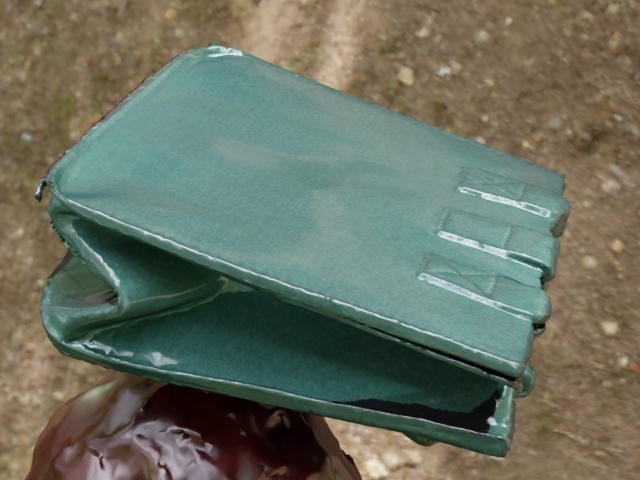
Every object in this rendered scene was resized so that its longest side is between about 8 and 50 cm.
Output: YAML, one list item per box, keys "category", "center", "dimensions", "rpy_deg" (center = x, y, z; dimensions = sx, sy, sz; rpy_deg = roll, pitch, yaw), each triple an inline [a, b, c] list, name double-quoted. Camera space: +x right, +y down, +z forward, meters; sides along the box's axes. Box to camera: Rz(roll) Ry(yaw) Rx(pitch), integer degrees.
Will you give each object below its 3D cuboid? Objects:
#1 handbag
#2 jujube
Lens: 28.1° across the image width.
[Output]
- category: "handbag"
  center: [-0.003, 0.003, 0.728]
  dimensions: [0.269, 0.274, 0.100]
  rpy_deg: [-66, -7, -62]
- category: "jujube"
  center: [-0.044, 0.246, 0.766]
  dimensions: [0.258, 0.258, 0.377]
  rpy_deg: [-25, 102, 36]
